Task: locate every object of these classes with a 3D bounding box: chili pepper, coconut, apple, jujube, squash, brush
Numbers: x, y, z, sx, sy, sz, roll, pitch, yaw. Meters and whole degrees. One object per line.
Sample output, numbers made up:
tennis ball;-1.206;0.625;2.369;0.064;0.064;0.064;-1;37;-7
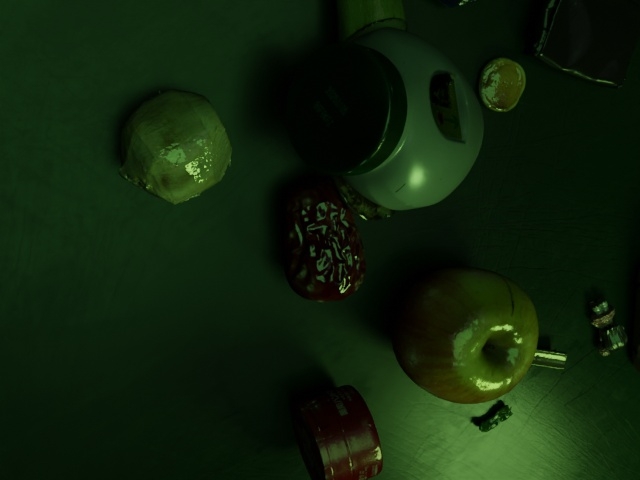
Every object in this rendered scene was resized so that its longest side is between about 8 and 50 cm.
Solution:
chili pepper;0.385;0.393;1.833;0.091;0.034;0.030;-30;77;-9
coconut;-0.252;-0.153;1.400;0.195;0.194;0.194;-4;104;-18
apple;0.279;0.180;1.632;0.286;0.233;0.285;-4;101;-22
jujube;0.000;0.000;1.539;0.155;0.155;0.230;-15;106;-15
squash;0.084;-0.474;1.469;0.137;0.137;0.287;-9;103;-17
brush;0.418;0.244;1.806;0.248;0.036;0.043;9;95;-14

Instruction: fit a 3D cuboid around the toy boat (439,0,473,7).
toy boat;0.254;-0.587;1.536;0.221;0.067;0.290;-20;106;-13

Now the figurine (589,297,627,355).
figurine;0.638;0.195;1.858;0.072;0.054;0.129;-29;108;-6

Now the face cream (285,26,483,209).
face cream;0.128;-0.209;1.437;0.357;0.220;0.312;-3;85;-52

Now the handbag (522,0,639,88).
handbag;0.535;-0.439;1.663;0.247;0.080;0.222;14;105;-24

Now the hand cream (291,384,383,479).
hand cream;0.030;0.385;1.618;0.126;0.193;0.193;-16;107;-18

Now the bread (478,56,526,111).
bread;0.362;-0.310;1.656;0.110;0.024;0.110;-5;105;-18

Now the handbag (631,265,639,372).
handbag;0.852;0.174;1.880;0.283;0.149;0.301;-6;103;-15

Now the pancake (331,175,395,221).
pancake;0.084;-0.125;1.546;0.199;0.021;0.199;21;59;-40
